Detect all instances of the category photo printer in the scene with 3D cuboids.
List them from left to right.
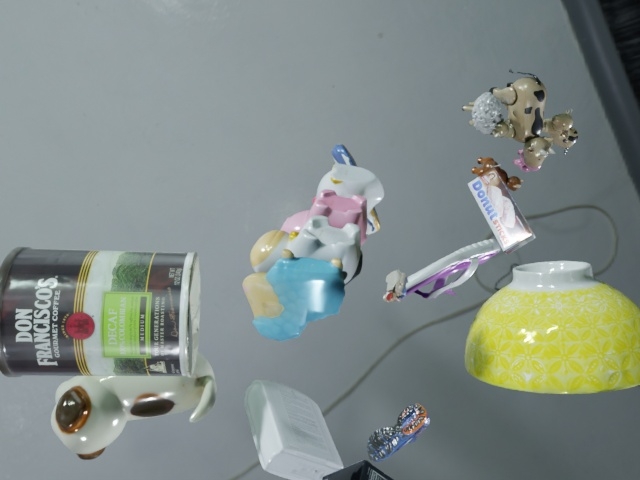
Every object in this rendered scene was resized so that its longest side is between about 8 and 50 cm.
[{"bbox_3d":[-0.087,0.542,1.753,0.256,0.307,0.107,31,106,-33],"label":"photo printer"}]

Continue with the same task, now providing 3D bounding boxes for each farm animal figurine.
[{"bbox_3d":[0.559,-0.291,1.606,0.330,0.172,0.327,-36,123,-21],"label":"farm animal figurine"}]

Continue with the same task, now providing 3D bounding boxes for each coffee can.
[{"bbox_3d":[-0.337,0.113,0.959,0.275,0.201,0.202,1,93,-6],"label":"coffee can"}]

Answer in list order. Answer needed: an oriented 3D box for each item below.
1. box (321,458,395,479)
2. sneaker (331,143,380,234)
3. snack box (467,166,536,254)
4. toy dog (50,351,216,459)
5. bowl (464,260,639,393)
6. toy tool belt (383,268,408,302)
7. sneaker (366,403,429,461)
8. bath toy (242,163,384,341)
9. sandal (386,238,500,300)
[{"bbox_3d":[0.119,0.689,1.289,0.294,0.183,0.296,37,43,-12],"label":"box"},{"bbox_3d":[0.076,-0.141,1.838,0.131,0.112,0.297,-19,106,11],"label":"sneaker"},{"bbox_3d":[0.355,-0.061,1.197,0.064,0.178,0.022,-35,141,22],"label":"snack box"},{"bbox_3d":[-0.515,0.409,1.640,0.407,0.285,0.395,-27,58,-26],"label":"toy dog"},{"bbox_3d":[0.365,0.116,0.945,0.289,0.289,0.156,-8,94,-20],"label":"bowl"},{"bbox_3d":[0.178,0.110,1.375,0.051,0.052,0.083,32,49,-24],"label":"toy tool belt"},{"bbox_3d":[0.225,0.556,1.716,0.221,0.083,0.087,-40,134,13],"label":"sneaker"},{"bbox_3d":[0.000,0.000,0.887,0.151,0.348,0.129,13,120,10],"label":"bath toy"},{"bbox_3d":[0.366,0.097,1.686,0.416,0.169,0.102,-21,75,-29],"label":"sandal"}]
